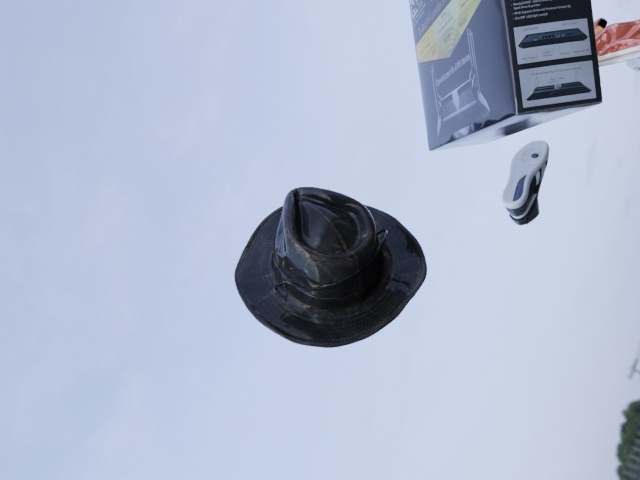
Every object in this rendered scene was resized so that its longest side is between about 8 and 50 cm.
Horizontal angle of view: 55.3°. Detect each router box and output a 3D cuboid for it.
[{"bbox_3d":[0.172,-0.234,0.650,0.309,0.080,0.243,-140,41,-85],"label":"router box"}]

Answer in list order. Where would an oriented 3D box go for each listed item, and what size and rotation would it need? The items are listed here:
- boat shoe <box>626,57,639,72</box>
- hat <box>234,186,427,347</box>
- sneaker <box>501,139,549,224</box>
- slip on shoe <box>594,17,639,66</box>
[{"bbox_3d":[0.833,-0.384,1.383,0.088,0.267,0.096,97,-170,-67],"label":"boat shoe"},{"bbox_3d":[0.000,0.000,0.961,0.331,0.331,0.134,-49,-37,-31],"label":"hat"},{"bbox_3d":[0.509,-0.133,1.500,0.217,0.079,0.121,-58,-44,-23],"label":"sneaker"},{"bbox_3d":[0.599,-0.426,1.323,0.123,0.331,0.101,-25,-76,-47],"label":"slip on shoe"}]
